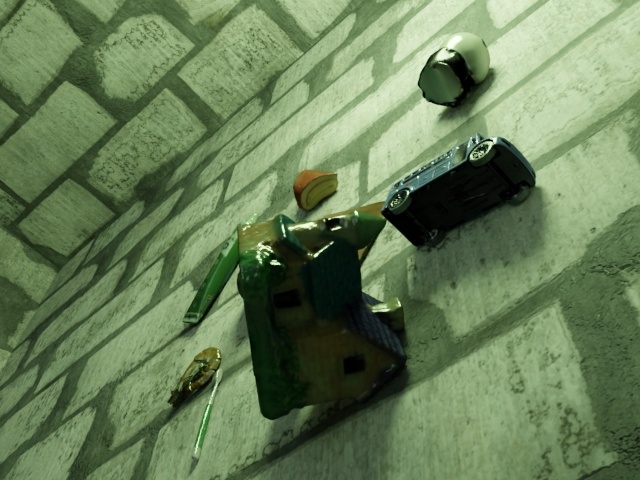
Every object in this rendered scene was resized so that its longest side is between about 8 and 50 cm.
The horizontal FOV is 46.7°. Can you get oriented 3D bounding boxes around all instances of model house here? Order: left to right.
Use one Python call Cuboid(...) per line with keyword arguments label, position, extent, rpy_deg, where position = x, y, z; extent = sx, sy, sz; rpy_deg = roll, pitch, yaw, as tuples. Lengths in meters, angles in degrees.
Cuboid(label="model house", position=(0.010, 0.114, 1.299), extent=(0.280, 0.312, 0.245), rpy_deg=(-8, 22, -4))

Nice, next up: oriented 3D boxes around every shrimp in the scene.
Cuboid(label="shrimp", position=(-0.304, 0.338, 1.813), extent=(0.180, 0.041, 0.099), rpy_deg=(-48, 38, -6))

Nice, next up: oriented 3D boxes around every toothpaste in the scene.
Cuboid(label="toothpaste", position=(-0.280, 0.076, 2.153), extent=(0.098, 0.061, 0.392), rpy_deg=(-8, 47, 55))

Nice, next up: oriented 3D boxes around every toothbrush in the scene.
Cuboid(label="toothbrush", position=(-0.253, 0.385, 1.659), extent=(0.024, 0.018, 0.257), rpy_deg=(-38, 25, 28))

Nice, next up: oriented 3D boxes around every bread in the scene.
Cuboid(label="bread", position=(-0.027, -0.145, 2.054), extent=(0.119, 0.067, 0.192), rpy_deg=(-53, 23, -13))

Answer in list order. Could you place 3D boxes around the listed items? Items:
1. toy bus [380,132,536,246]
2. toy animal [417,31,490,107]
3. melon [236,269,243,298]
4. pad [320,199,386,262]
Cuboid(label="toy bus", position=(0.264, -0.107, 1.419), extent=(0.292, 0.125, 0.133), rpy_deg=(-31, 28, 37))
Cuboid(label="toy animal", position=(0.337, -0.416, 1.795), extent=(0.179, 0.138, 0.166), rpy_deg=(-46, 42, -19))
Cuboid(label="melon", position=(-0.162, 0.100, 1.858), extent=(0.099, 0.099, 0.162), rpy_deg=(-43, 21, 11))
Cuboid(label="pad", position=(0.022, 0.031, 1.749), extent=(0.286, 0.018, 0.284), rpy_deg=(-13, 40, 54))
